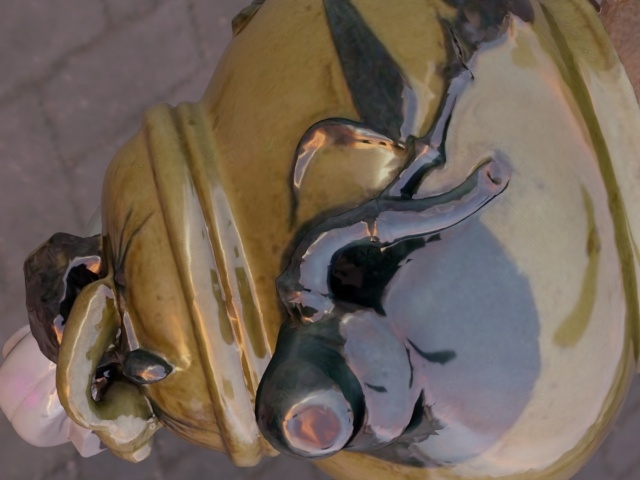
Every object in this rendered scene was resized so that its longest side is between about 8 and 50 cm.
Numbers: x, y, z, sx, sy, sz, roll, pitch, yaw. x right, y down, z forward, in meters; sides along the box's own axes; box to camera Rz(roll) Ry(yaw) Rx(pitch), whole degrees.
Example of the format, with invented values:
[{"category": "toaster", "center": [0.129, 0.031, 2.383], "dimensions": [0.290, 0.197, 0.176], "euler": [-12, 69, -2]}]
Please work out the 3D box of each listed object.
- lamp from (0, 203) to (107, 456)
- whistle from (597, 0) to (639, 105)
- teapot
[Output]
[{"category": "lamp", "center": [-0.079, 0.015, 1.015], "dimensions": [0.246, 0.108, 0.179], "euler": [-38, 166, -19]}, {"category": "whistle", "center": [0.187, -0.039, 0.794], "dimensions": [0.220, 0.057, 0.107], "euler": [49, 46, -21]}, {"category": "teapot", "center": [0.000, 0.000, 0.567], "dimensions": [0.183, 0.269, 0.173], "euler": [-15, 110, -5]}]
